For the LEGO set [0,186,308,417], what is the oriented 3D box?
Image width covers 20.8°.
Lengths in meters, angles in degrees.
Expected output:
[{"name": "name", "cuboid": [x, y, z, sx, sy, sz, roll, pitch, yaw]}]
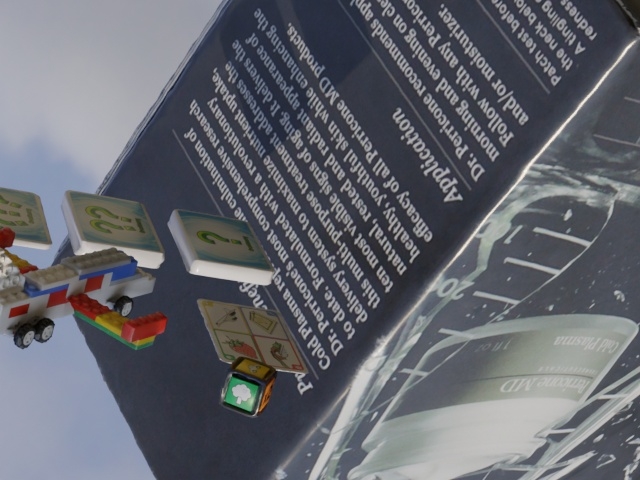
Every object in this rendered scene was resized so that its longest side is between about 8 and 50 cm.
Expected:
[{"name": "LEGO set", "cuboid": [-0.097, 0.012, 0.928, 0.182, 0.060, 0.244, 10, -159, -19]}]

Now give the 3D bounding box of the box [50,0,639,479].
[{"name": "box", "cuboid": [0.150, -0.032, 1.245, 0.479, 0.472, 0.297, 5, -136, -43]}]
